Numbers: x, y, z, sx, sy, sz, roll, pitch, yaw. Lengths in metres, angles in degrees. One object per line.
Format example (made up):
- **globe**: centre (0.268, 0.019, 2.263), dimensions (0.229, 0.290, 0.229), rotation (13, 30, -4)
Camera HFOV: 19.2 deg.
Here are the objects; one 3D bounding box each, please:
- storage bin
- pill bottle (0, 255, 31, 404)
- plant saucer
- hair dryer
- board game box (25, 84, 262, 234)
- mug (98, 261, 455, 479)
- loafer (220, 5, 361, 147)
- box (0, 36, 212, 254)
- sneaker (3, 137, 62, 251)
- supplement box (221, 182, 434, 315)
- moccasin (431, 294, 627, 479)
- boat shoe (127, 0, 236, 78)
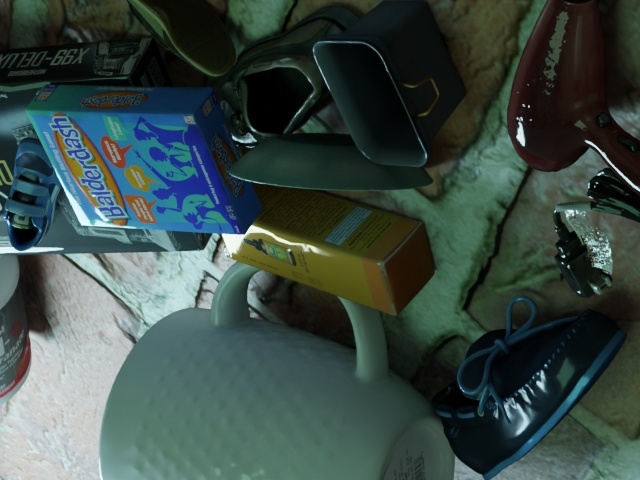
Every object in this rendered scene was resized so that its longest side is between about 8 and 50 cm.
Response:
- **storage bin**: centre (0.073, -0.147, 1.679), dimensions (0.098, 0.091, 0.135), rotation (6, 134, 45)
- **pill bottle**: centre (-0.480, 0.077, 2.493), dimensions (0.176, 0.176, 0.318), rotation (31, 147, 20)
- **plant saucer**: centre (0.010, -0.078, 1.782), dimensions (0.195, 0.195, 0.037), rotation (11, 103, 42)
- **hair dryer**: centre (0.246, -0.083, 1.552), dimensions (0.223, 0.080, 0.293), rotation (-2, 119, 54)
- **board game box**: centre (-0.181, -0.083, 1.936), dimensions (0.210, 0.047, 0.160), rotation (3, 133, 31)
- **mug**: centre (-0.031, 0.190, 2.075), dimensions (0.328, 0.276, 0.374), rotation (11, 106, 34)
- **loafer**: centre (-0.045, -0.145, 1.821), dimensions (0.096, 0.084, 0.267), rotation (47, 149, -6)
- **box**: centre (-0.288, -0.097, 2.074), dimensions (0.307, 0.076, 0.242), rotation (-1, 130, 24)
- **sneaker**: centre (-0.310, -0.047, 2.032), dimensions (0.053, 0.059, 0.144), rotation (17, 134, 9)
- **supplement box**: centre (0.000, 0.000, 1.954), dimensions (0.233, 0.080, 0.078), rotation (17, 139, 34)
- **moccasin**: centre (0.184, 0.147, 1.867), dimensions (0.117, 0.138, 0.342), rotation (45, 148, 6)
- **boat shoe**: centre (-0.139, -0.214, 1.878), dimensions (0.152, 0.056, 0.049), rotation (48, 162, 17)
